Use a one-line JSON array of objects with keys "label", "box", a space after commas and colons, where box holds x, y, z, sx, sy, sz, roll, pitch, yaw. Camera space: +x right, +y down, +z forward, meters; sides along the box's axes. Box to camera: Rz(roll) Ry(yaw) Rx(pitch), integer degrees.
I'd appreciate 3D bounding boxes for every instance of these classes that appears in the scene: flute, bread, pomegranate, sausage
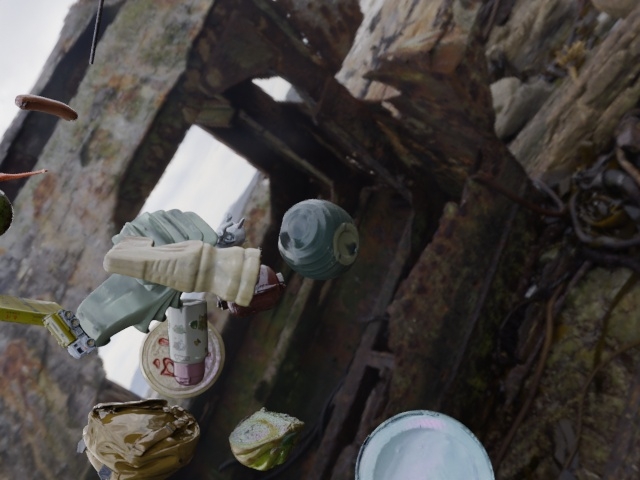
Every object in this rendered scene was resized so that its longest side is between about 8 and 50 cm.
[{"label": "flute", "box": [-0.677, -0.672, 1.857, 0.014, 0.014, 0.269, -85, 10, -75]}, {"label": "bread", "box": [-0.143, 0.599, 1.811, 0.261, 0.158, 0.156, -29, -59, -44]}, {"label": "pomegranate", "box": [-1.207, -0.095, 2.147, 0.248, 0.214, 0.214, -3, 53, 53]}, {"label": "sausage", "box": [-0.685, -0.333, 1.533, 0.047, 0.040, 0.177, -59, -23, 13]}]

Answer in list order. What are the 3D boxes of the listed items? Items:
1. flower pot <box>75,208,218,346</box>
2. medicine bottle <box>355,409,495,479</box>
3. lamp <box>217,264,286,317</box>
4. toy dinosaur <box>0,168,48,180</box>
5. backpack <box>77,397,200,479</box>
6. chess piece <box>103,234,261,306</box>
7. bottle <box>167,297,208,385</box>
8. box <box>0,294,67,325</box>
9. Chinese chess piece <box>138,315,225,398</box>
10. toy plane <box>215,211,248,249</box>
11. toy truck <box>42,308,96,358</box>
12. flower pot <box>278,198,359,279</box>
[{"label": "flower pot", "box": [-0.431, 0.092, 1.516, 0.367, 0.164, 0.254, -55, -18, 19]}, {"label": "medicine bottle", "box": [0.188, 0.472, 1.175, 0.245, 0.245, 0.290, -62, -14, -21]}, {"label": "lamp", "box": [-0.253, 0.183, 2.201, 0.258, 0.180, 0.180, -17, -3, -13]}, {"label": "toy dinosaur", "box": [-0.845, -0.164, 1.544, 0.101, 0.280, 0.055, -165, 73, -71]}, {"label": "backpack", "box": [-0.579, 0.666, 2.005, 0.353, 0.378, 0.201, 33, 109, 41]}, {"label": "chess piece", "box": [-0.275, 0.051, 1.230, 0.137, 0.301, 0.137, -169, 90, -77]}, {"label": "bottle", "box": [-0.392, 0.302, 1.807, 0.120, 0.120, 0.253, -140, 50, -83]}, {"label": "box", "box": [-0.805, 0.179, 1.600, 0.153, 0.279, 0.041, 17, 90, 43]}, {"label": "Chinese chess piece", "box": [-0.440, 0.367, 1.942, 0.270, 0.270, 0.112, -61, 3, -15]}, {"label": "toy plane", "box": [-0.337, 0.009, 2.070, 0.252, 0.118, 0.252, -57, -8, -12]}, {"label": "toy truck", "box": [-0.551, 0.205, 1.338, 0.063, 0.123, 0.052, -38, 4, -25]}, {"label": "flower pot", "box": [0.000, 0.000, 1.467, 0.243, 0.157, 0.189, 27, -105, -59]}]
